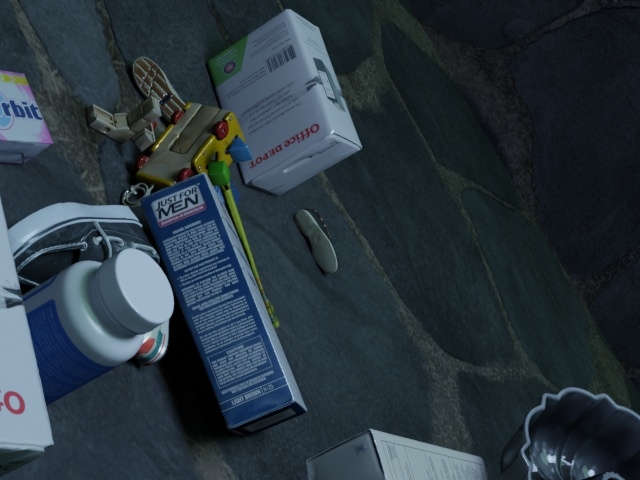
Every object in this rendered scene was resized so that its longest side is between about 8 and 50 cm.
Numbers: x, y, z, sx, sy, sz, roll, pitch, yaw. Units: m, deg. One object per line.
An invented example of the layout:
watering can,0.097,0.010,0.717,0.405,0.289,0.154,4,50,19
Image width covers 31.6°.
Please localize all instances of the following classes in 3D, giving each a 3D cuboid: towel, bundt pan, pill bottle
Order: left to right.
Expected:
pill bottle,-0.275,0.098,1.262,0.124,0.221,0.124,43,30,-33
towel,-0.164,-0.059,1.878,0.067,0.029,0.119,48,27,-27
towel,-0.111,0.020,1.775,0.102,0.021,0.237,-133,-156,-72
bundt pan,0.389,0.385,1.626,0.331,0.124,0.331,20,44,-21

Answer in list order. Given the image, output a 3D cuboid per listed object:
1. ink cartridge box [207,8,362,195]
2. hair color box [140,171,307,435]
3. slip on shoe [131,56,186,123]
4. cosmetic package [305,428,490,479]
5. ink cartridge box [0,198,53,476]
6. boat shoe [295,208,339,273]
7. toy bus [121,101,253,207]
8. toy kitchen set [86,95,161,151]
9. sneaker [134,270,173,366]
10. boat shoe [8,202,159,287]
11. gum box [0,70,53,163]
ink cartridge box,-0.069,-0.247,2.058,0.115,0.198,0.273,20,47,-57
hair color box,-0.135,0.096,1.608,0.174,0.105,0.347,73,-5,-76
slip on shoe,-0.264,-0.243,1.873,0.135,0.051,0.041,48,-13,-9
cosmetic package,0.126,0.363,1.513,0.309,0.113,0.160,25,42,-50
ink cartridge box,-0.444,0.039,1.068,0.285,0.166,0.395,19,46,-55
boat shoe,0.001,-0.001,2.107,0.042,0.049,0.133,-13,70,-56
toy bus,-0.202,-0.115,1.740,0.104,0.202,0.191,67,4,-48
toy kitchen set,-0.291,-0.178,1.691,0.075,0.083,0.068,29,37,-48
sneaker,-0.245,0.087,1.530,0.075,0.057,0.161,44,32,-44
boat shoe,-0.302,0.026,1.422,0.105,0.113,0.306,50,13,11
gum box,-0.437,-0.159,1.420,0.188,0.062,0.107,-4,67,-63
